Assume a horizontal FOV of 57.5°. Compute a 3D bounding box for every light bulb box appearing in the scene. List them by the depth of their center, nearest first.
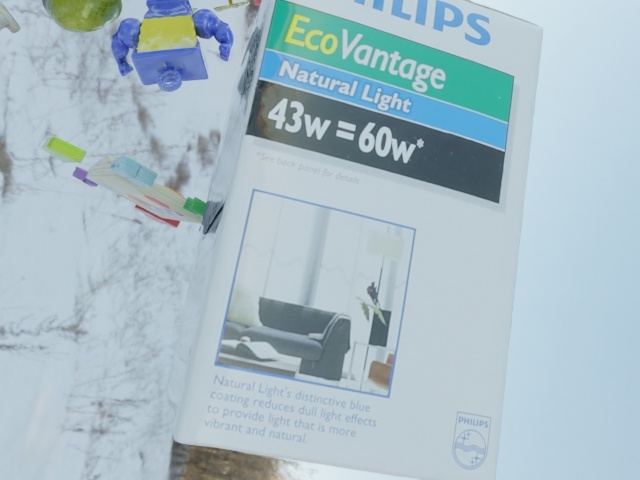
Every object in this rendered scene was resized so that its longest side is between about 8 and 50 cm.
[{"bbox_3d":[0.000,0.000,0.564,0.358,0.225,0.362,150,-48,-72],"label":"light bulb box"}]

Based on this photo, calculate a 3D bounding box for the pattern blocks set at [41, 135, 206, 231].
[{"bbox_3d":[-0.256,-0.070,0.842,0.324,0.285,0.026,13,-105,47],"label":"pattern blocks set"}]

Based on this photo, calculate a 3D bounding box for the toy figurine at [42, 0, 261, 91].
[{"bbox_3d":[-0.265,-0.330,0.892,0.191,0.362,0.218,92,-8,-71],"label":"toy figurine"}]

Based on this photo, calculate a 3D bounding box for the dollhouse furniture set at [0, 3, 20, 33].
[{"bbox_3d":[-0.539,-0.312,0.759,0.303,0.174,0.356,-24,-161,27],"label":"dollhouse furniture set"}]
